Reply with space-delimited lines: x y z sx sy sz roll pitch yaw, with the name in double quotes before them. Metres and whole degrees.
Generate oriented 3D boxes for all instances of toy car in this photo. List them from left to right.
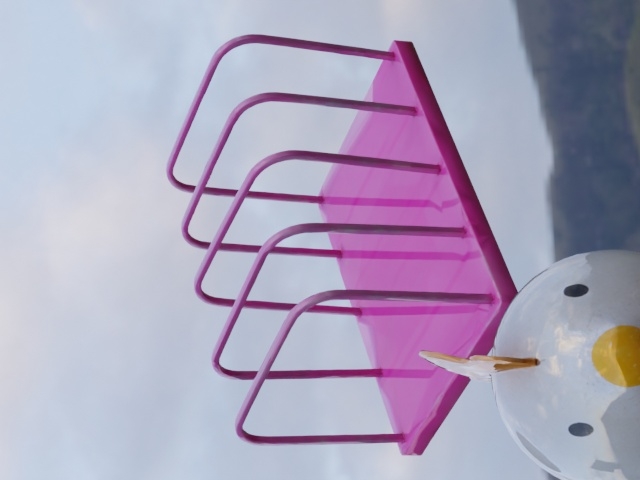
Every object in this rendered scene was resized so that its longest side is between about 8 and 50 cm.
"toy car" 0.163 0.055 0.685 0.210 0.238 0.219 62 -155 -79

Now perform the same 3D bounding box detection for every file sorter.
"file sorter" 0.000 0.000 1.249 0.202 0.182 0.290 117 146 -42
